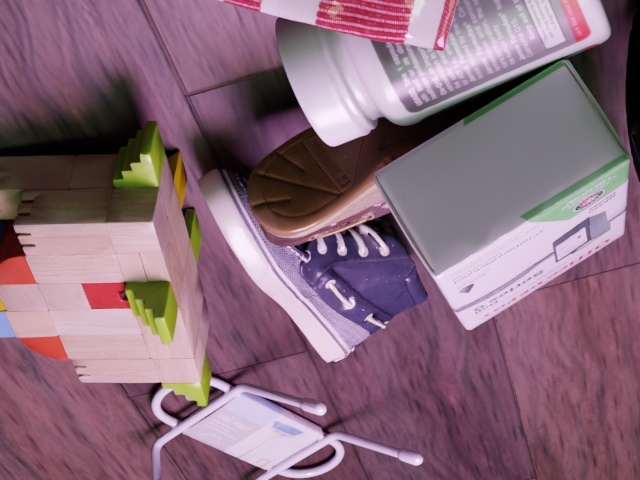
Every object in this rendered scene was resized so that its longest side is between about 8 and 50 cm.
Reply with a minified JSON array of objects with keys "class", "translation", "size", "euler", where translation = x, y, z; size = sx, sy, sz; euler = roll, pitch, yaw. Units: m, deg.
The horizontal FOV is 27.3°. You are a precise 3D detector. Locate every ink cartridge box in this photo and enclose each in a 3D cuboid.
[{"class":"ink cartridge box","translation":[0.190,-0.033,1.315],"size":[0.211,0.122,0.289],"euler":[-32,162,4]}]

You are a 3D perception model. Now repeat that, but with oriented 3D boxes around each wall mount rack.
[{"class":"wall mount rack","translation":[-0.051,0.280,1.799],"size":[0.304,0.130,0.350],"euler":[-34,136,26]}]

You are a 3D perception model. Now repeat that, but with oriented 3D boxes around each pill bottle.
[{"class":"pill bottle","translation":[0.111,-0.206,1.229],"size":[0.283,0.161,0.161],"euler":[-22,139,14]}]

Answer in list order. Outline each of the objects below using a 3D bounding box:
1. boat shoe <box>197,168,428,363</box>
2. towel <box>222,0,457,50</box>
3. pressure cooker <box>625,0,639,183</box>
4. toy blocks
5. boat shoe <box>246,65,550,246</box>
[{"class":"boat shoe","translation":[0.000,0.000,1.503],"size":[0.158,0.127,0.340],"euler":[-32,140,5]},{"class":"towel","translation":[-0.032,-0.290,1.082],"size":[0.329,0.037,0.237],"euler":[14,128,2]},{"class":"pressure cooker","translation":[0.542,-0.147,1.229],"size":[0.420,0.376,0.370],"euler":[1,136,-13]},{"class":"toy blocks","translation":[-0.276,0.038,1.452],"size":[0.260,0.191,0.381],"euler":[-1,140,7]},{"class":"boat shoe","translation":[0.084,-0.093,1.369],"size":[0.342,0.123,0.123],"euler":[-32,159,-8]}]
